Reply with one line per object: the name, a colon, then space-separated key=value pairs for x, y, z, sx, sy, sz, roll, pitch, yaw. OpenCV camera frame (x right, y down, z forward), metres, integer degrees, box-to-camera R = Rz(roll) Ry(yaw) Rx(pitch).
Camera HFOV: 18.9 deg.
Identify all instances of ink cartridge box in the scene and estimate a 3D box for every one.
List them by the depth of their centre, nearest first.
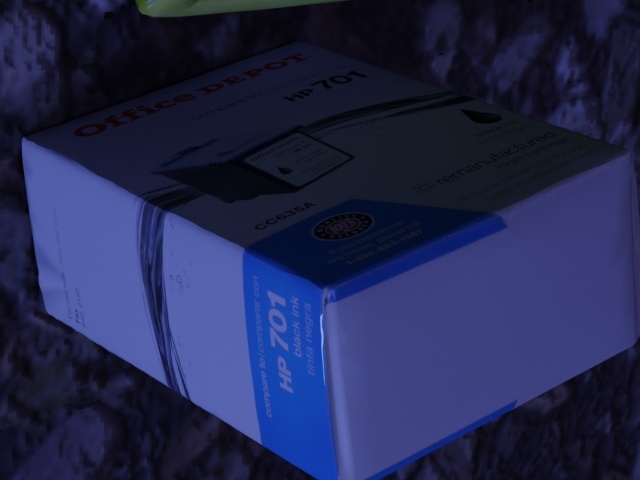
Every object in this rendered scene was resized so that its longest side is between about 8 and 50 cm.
ink cartridge box: x=0.000 y=0.000 z=0.700 sx=0.139 sy=0.190 sz=0.082 roll=-24 pitch=122 yaw=-32

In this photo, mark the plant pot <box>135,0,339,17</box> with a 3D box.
plant pot: x=0.055 y=-0.211 z=0.612 sx=0.227 sy=0.228 sz=0.207 roll=-12 pitch=81 yaw=-35
